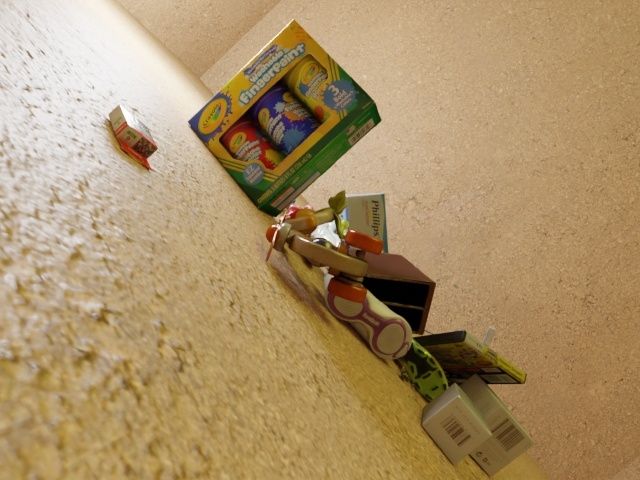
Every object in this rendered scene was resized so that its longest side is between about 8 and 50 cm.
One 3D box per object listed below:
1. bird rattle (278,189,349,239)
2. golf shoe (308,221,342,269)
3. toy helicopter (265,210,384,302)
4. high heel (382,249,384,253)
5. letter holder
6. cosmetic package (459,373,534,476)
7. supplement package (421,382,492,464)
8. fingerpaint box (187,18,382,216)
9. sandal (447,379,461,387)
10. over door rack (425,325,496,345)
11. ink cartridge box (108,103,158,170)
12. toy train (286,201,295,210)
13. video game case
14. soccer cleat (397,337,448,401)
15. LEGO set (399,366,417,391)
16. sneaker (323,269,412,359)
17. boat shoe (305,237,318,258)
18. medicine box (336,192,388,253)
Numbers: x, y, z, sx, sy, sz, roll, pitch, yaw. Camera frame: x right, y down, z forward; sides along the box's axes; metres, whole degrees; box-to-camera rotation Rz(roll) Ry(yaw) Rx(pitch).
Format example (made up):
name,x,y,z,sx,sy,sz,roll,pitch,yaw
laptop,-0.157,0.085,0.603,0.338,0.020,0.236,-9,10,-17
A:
name,x,y,z,sx,sy,sz,roll,pitch,yaw
bird rattle,-0.037,-0.071,1.392,0.207,0.254,0.142,-20,108,-54
golf shoe,0.000,0.000,1.679,0.140,0.115,0.306,9,32,-12
toy helicopter,-0.041,0.010,1.054,0.235,0.140,0.355,17,4,-29
high heel,0.192,0.145,1.606,0.261,0.186,0.093,44,6,-43
letter holder,0.167,0.134,1.364,0.215,0.151,0.302,9,11,-10
cosmetic package,0.447,0.501,1.290,0.151,0.151,0.183,48,6,-9
supplement package,0.302,0.405,1.055,0.105,0.105,0.179,49,5,14
fingerpaint box,-0.109,-0.359,1.409,0.371,0.445,0.163,50,6,14
sandal,0.437,0.475,1.637,0.446,0.107,0.167,41,8,-47
over door rack,0.376,0.310,1.478,0.240,0.108,0.324,22,-22,12
ink cartridge box,-0.293,-0.164,0.742,0.063,0.029,0.115,43,7,-50
toy train,-0.145,-0.177,1.814,0.105,0.080,0.184,52,2,-37
video game case,0.406,0.349,1.373,0.248,0.035,0.275,35,-29,-16
soccer cleat,0.265,0.334,1.346,0.289,0.093,0.121,50,3,21
LEGO set,0.225,0.364,1.226,0.083,0.024,0.054,61,6,-7
sneaker,0.121,0.177,1.178,0.305,0.114,0.152,46,7,-23
boat shoe,-0.021,0.028,1.380,0.073,0.073,0.207,35,-3,-2
medicine box,0.144,-0.028,1.750,0.289,0.149,0.263,164,-78,-83
